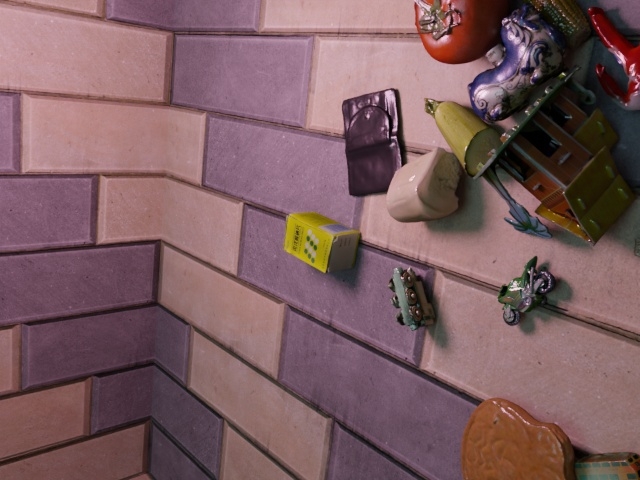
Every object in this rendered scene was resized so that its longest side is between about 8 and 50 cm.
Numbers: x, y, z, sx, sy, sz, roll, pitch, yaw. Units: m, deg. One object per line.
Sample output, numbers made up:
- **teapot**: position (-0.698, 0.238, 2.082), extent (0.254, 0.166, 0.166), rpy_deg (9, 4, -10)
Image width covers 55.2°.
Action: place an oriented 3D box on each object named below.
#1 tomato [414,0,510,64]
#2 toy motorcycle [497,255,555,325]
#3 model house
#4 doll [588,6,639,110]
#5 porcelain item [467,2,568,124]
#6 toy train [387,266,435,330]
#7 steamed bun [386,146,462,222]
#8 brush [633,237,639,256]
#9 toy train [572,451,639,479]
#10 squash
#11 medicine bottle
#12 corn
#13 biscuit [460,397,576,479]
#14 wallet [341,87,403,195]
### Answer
- **tomato**: position (0.362, -0.588, 1.581), extent (0.256, 0.224, 0.256), rpy_deg (43, 144, 42)
- **toy motorcycle**: position (0.530, 0.136, 1.605), extent (0.190, 0.074, 0.106), rpy_deg (-57, 46, 34)
- **model house**: position (0.582, -0.164, 1.479), extent (0.323, 0.340, 0.300), rpy_deg (43, 85, 8)
- **doll**: position (0.710, -0.371, 1.339), extent (0.188, 0.099, 0.384), rpy_deg (-27, 71, 45)
- **porcelain item**: position (0.469, -0.427, 1.515), extent (0.186, 0.138, 0.288), rpy_deg (58, 145, 12)
- **toy train**: position (0.272, 0.173, 1.844), extent (0.080, 0.125, 0.194), rpy_deg (-24, 73, 39)
- **steamed bun**: position (0.303, -0.142, 1.772), extent (0.225, 0.170, 0.200), rpy_deg (-9, 55, 63)
- **brush**: position (0.781, 0.022, 1.354), extent (0.164, 0.014, 0.051), rpy_deg (10, 103, 46)
- **toy train**: position (0.689, 0.567, 1.467), extent (0.188, 0.072, 0.099), rpy_deg (-26, 77, 46)
- **squash**: position (0.390, -0.320, 1.681), extent (0.137, 0.137, 0.288), rpy_deg (-53, 48, 37)
- **medicine bottle**: position (0.000, 0.000, 2.114), extent (0.250, 0.141, 0.137), rpy_deg (27, 117, 43)
- **corn**: position (0.542, -0.600, 1.494), extent (0.097, 0.097, 0.320), rpy_deg (-47, 63, 39)
- **biscuit**: position (0.511, 0.627, 1.629), extent (0.365, 0.062, 0.386), rpy_deg (15, 108, 56)
- **wallet**: position (0.166, -0.313, 1.973), extent (0.247, 0.041, 0.323), rpy_deg (-3, 94, 49)
